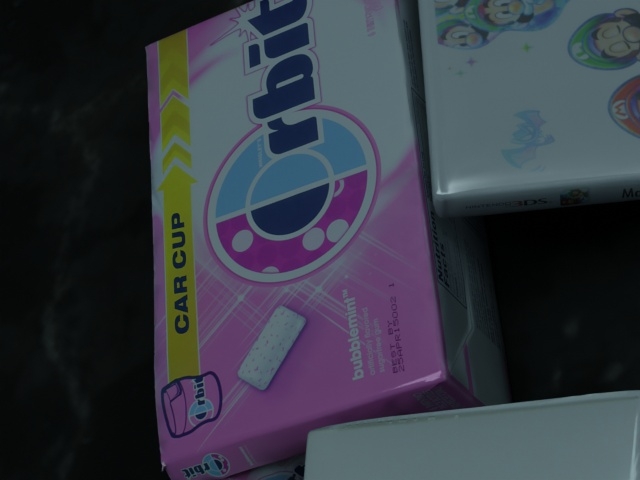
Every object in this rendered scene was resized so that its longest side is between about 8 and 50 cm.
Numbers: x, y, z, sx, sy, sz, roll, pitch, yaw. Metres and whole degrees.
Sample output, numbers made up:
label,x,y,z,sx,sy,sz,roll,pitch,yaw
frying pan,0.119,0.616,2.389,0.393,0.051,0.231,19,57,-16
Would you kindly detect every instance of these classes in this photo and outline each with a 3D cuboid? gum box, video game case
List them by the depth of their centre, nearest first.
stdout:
label,x,y,z,sx,sy,sz,roll,pitch,yaw
video game case,0.105,-0.083,0.554,0.143,0.019,0.157,-6,59,6
gum box,0.000,0.000,0.579,0.107,0.062,0.188,-19,57,22

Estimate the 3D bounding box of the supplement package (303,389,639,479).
label,x,y,z,sx,sy,sz,roll,pitch,yaw
supplement package,0.058,0.145,0.438,0.105,0.105,0.179,-10,61,28
